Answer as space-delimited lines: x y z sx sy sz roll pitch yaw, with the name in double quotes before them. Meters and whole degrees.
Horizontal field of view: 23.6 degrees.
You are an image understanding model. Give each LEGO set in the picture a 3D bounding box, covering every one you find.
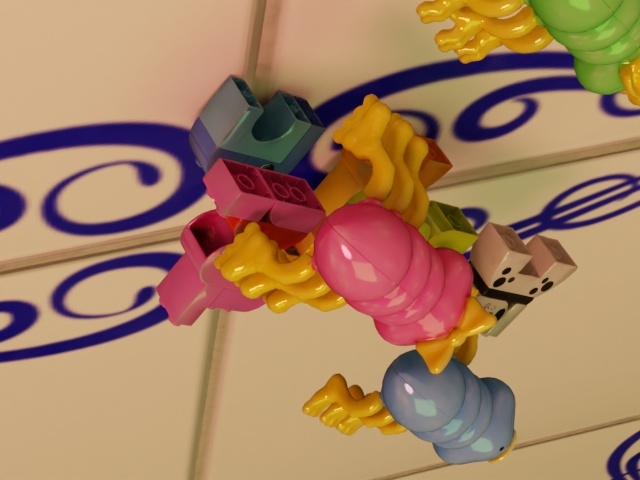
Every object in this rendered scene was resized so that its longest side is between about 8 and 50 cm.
"LEGO set" 0.000 0.000 0.670 0.227 0.087 0.093 12 127 -47

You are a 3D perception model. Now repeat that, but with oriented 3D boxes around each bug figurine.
"bug figurine" 0.089 -0.018 0.589 0.279 0.072 0.216 -49 143 8
